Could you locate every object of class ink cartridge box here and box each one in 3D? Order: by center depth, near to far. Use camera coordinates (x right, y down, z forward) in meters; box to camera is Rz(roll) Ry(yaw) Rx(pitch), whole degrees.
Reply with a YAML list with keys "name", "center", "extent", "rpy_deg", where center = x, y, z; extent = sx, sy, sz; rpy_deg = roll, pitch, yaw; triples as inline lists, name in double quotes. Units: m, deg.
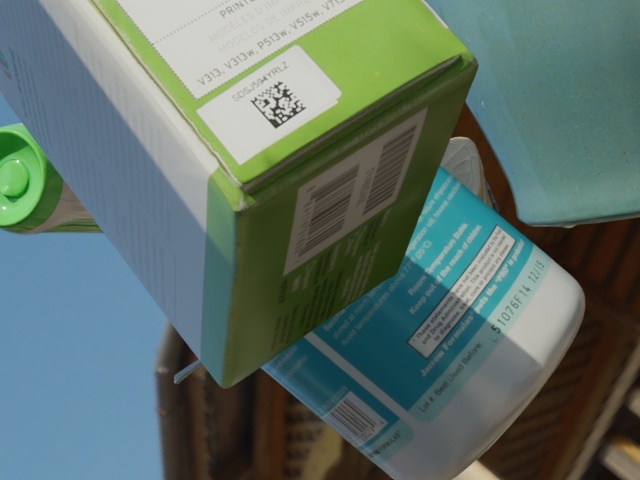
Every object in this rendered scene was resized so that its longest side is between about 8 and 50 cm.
- name: "ink cartridge box"
  center: [-0.072, -0.091, 0.509]
  extent: [0.097, 0.255, 0.189]
  rpy_deg: [-33, -16, -18]

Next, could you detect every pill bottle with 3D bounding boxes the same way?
- name: "pill bottle"
  center: [0.000, 0.000, 0.704]
  extent: [0.146, 0.264, 0.146]
  rpy_deg: [-49, 0, 0]

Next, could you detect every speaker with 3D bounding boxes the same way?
- name: "speaker"
  center: [-0.282, -0.066, 1.529]
  extent: [0.131, 0.131, 0.296]
  rpy_deg: [-59, -19, 12]

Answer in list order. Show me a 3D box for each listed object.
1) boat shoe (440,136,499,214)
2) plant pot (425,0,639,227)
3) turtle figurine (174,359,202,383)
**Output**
- name: "boat shoe"
  center: [0.164, 0.015, 1.478]
  extent: [0.103, 0.285, 0.092]
  rpy_deg: [-20, -40, 25]
- name: "plant pot"
  center: [0.201, -0.147, 0.864]
  extent: [0.272, 0.272, 0.255]
  rpy_deg: [-15, -84, -44]
- name: "turtle figurine"
  center: [-0.031, 0.040, 1.627]
  extent: [0.275, 0.266, 0.197]
  rpy_deg: [3, -64, -2]
